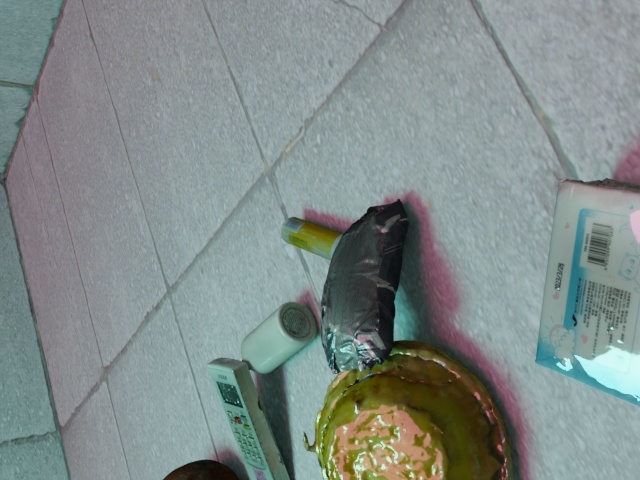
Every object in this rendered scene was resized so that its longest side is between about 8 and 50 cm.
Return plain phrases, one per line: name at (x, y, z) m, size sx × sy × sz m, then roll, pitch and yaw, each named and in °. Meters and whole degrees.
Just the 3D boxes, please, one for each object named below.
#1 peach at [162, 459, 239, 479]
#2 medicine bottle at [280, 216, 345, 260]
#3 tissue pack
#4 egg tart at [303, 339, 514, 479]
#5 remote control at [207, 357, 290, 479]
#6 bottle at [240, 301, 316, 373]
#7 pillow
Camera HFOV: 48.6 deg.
peach at (-0.314, 0.686, 1.831) m, size 0.252 × 0.252 × 0.253 m, roll 7°, pitch 98°, yaw 52°
medicine bottle at (0.000, 0.000, 1.489) m, size 0.218 × 0.073 × 0.074 m, roll 21°, pitch 110°, yaw 52°
tissue pack at (0.402, 0.062, 0.928) m, size 0.201 × 0.124 × 0.271 m, roll 17°, pitch 108°, yaw 50°
egg tart at (0.135, 0.368, 1.212) m, size 0.387 × 0.169 × 0.388 m, roll -2°, pitch 87°, yaw 31°
remote control at (-0.168, 0.443, 1.684) m, size 0.145 × 0.050 × 0.344 m, roll -7°, pitch 105°, yaw 56°
bottle at (-0.112, 0.236, 1.625) m, size 0.245 × 0.104 × 0.104 m, roll -43°, pitch 60°, yaw 45°
pillow at (0.083, 0.077, 1.286) m, size 0.161 × 0.092 × 0.335 m, roll -11°, pitch 57°, yaw 39°
